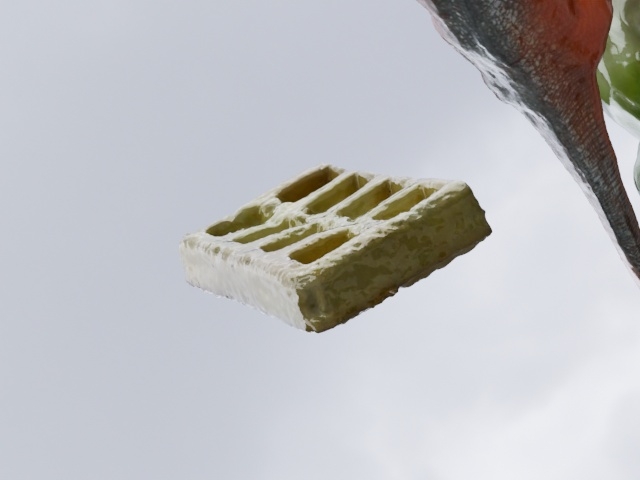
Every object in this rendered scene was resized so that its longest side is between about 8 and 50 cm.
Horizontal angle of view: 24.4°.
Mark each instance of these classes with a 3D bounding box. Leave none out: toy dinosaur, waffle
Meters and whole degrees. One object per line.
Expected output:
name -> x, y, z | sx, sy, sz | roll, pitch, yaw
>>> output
toy dinosaur -> 0.066, -0.073, 0.467 | 0.279, 0.055, 0.101 | 43, -135, -37
waffle -> 0.000, 0.000, 1.200 | 0.168, 0.274, 0.057 | -28, -72, -21

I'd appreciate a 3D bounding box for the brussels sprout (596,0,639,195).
brussels sprout -> 0.268, -0.163, 0.887 | 0.259, 0.227, 0.294 | -27, -45, 6
